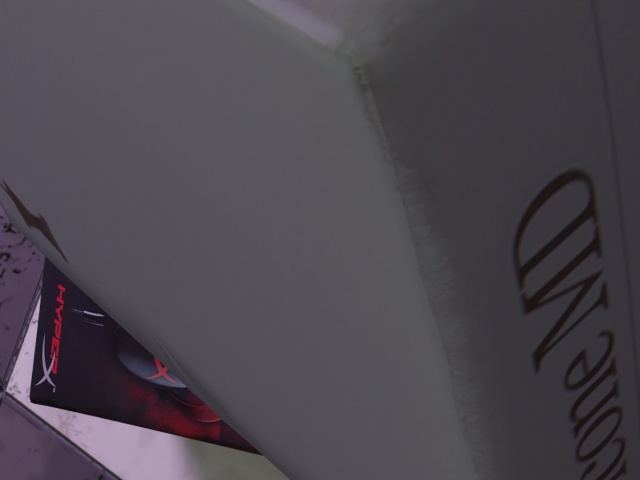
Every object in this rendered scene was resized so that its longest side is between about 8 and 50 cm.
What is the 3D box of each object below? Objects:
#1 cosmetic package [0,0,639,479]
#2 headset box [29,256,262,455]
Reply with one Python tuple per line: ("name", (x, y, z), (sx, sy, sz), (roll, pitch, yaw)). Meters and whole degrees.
("cosmetic package", (0.075, -0.141, 0.575), (0.393, 0.329, 0.327), (-41, 55, -16))
("headset box", (0.000, 0.000, 0.860), (0.293, 0.110, 0.218), (8, 92, 36))
